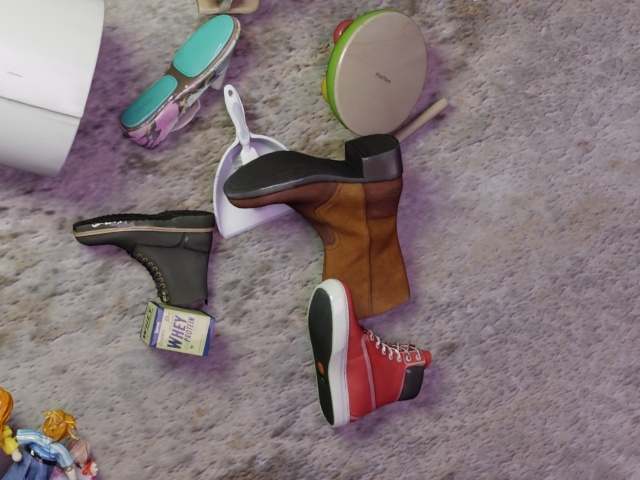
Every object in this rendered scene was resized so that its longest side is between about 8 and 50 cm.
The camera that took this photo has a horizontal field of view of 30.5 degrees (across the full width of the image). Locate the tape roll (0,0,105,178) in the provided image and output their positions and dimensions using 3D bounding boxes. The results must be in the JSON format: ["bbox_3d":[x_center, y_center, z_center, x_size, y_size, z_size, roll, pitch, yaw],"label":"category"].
[{"bbox_3d":[-0.385,-0.215,1.466,0.169,0.246,0.246,15,90,-19],"label":"tape roll"}]

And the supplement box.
[{"bbox_3d":[-0.201,0.123,1.647,0.083,0.083,0.056,12,90,-19],"label":"supplement box"}]

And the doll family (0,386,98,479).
[{"bbox_3d":[-0.410,0.287,1.570,0.263,0.118,0.163,31,84,-19],"label":"doll family"}]

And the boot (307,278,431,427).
[{"bbox_3d":[0.079,0.147,1.730,0.176,0.088,0.244,-17,122,-18],"label":"boot"}]

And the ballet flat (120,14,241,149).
[{"bbox_3d":[-0.183,-0.216,1.632,0.221,0.077,0.079,-47,141,-1],"label":"ballet flat"}]

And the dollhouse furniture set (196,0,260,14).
[{"bbox_3d":[-0.080,-0.451,1.573,0.161,0.212,0.242,-4,72,-19],"label":"dollhouse furniture set"}]

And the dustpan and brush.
[{"bbox_3d":[-0.103,-0.120,1.670,0.147,0.060,0.211,-23,102,-16],"label":"dustpan and brush"}]

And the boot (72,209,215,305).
[{"bbox_3d":[-0.242,0.032,1.633,0.198,0.077,0.137,-2,101,-18],"label":"boot"}]

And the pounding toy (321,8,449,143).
[{"bbox_3d":[0.064,-0.234,1.713,0.183,0.110,0.237,-48,135,-17],"label":"pounding toy"}]

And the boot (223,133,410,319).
[{"bbox_3d":[0.000,0.000,1.697,0.264,0.096,0.280,-17,125,-20],"label":"boot"}]
